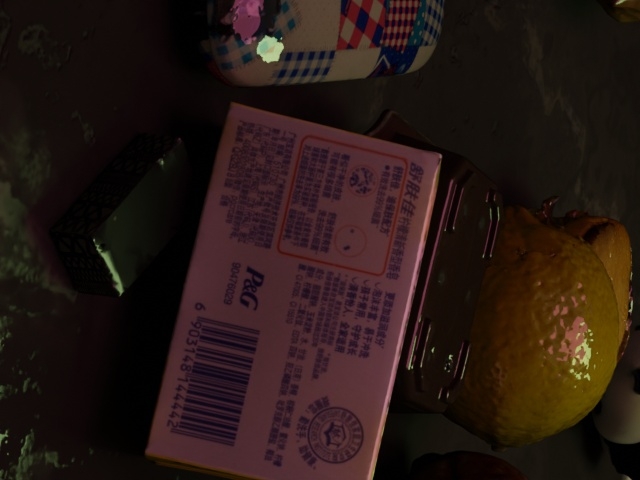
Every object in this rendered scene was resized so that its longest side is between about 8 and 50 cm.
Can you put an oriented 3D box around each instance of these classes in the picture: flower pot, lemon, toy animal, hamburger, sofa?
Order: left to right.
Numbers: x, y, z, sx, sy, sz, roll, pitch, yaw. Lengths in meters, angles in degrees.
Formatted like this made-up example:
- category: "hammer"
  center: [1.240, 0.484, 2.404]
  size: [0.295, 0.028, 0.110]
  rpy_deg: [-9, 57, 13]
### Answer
- category: "sofa"
  center: [-0.132, -0.018, 1.197]
  size: [0.118, 0.039, 0.060]
  rpy_deg: [-52, 136, -39]
- category: "flower pot"
  center: [0.078, 0.032, 1.383]
  size: [0.179, 0.084, 0.250]
  rpy_deg: [31, 70, -64]
- category: "lemon"
  center: [0.175, 0.083, 1.572]
  size: [0.192, 0.192, 0.231]
  rpy_deg: [-9, 104, -58]
- category: "hamburger"
  center: [0.245, 0.059, 1.753]
  size: [0.191, 0.118, 0.181]
  rpy_deg: [31, 73, -53]
- category: "toy animal"
  center: [0.373, 0.173, 1.983]
  size: [0.179, 0.138, 0.166]
  rpy_deg: [55, 30, -37]

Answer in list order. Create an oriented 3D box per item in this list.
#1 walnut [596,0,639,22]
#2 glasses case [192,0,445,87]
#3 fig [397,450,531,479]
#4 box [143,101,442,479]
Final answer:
- category: "walnut"
  center: [0.354, -0.306, 1.846]
  size: [0.245, 0.137, 0.137]
  rpy_deg: [-51, 137, -53]
- category: "glasses case"
  center: [0.007, -0.187, 1.354]
  size: [0.327, 0.076, 0.125]
  rpy_deg: [-13, 108, -56]
- category: "fig"
  center: [0.122, 0.308, 1.519]
  size: [0.263, 0.224, 0.224]
  rpy_deg: [-64, 144, -25]
- category: "box"
  center: [-0.020, 0.050, 1.254]
  size: [0.097, 0.168, 0.265]
  rpy_deg: [129, -27, -81]
